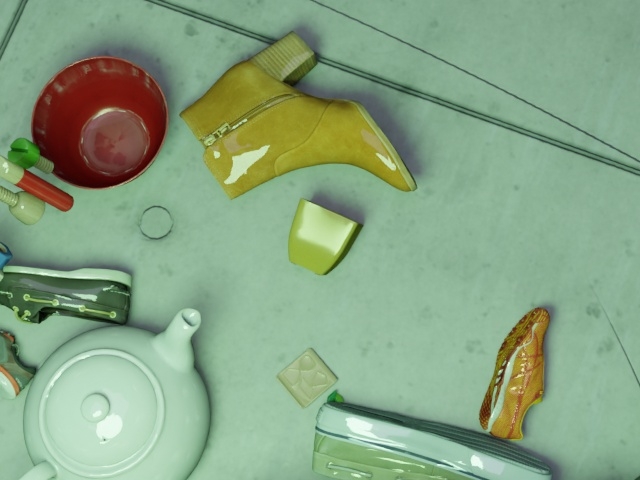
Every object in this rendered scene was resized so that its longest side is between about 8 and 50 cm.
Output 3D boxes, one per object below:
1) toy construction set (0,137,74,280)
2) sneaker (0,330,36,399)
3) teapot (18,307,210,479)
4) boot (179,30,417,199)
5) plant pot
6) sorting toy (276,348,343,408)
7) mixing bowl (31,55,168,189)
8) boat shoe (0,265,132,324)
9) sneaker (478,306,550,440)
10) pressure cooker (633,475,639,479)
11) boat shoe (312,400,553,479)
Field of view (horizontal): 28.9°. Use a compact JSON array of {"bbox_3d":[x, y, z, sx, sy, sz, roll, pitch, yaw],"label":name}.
[{"bbox_3d":[-0.496,-0.049,1.521,0.309,0.237,0.257,-24,57,23],"label":"toy construction set"},{"bbox_3d":[-0.437,0.141,1.636,0.158,0.061,0.065,44,57,10],"label":"sneaker"},{"bbox_3d":[-0.264,0.220,1.533,0.252,0.187,0.256,-1,79,3],"label":"teapot"},{"bbox_3d":[-0.034,-0.116,1.644,0.211,0.104,0.295,-41,74,0],"label":"boot"},{"bbox_3d":[0.000,0.000,1.622,0.081,0.081,0.083,24,92,8],"label":"plant pot"},{"bbox_3d":[-0.010,0.190,1.613,0.062,0.012,0.083,-39,75,-10],"label":"sorting toy"},{"bbox_3d":[-0.284,-0.144,1.656,0.181,0.098,0.181,0,78,2],"label":"mixing bowl"},{"bbox_3d":[-0.362,0.075,1.622,0.227,0.081,0.069,1,74,1],"label":"boat shoe"},{"bbox_3d":[0.258,0.170,1.587,0.067,0.064,0.175,23,85,-12],"label":"sneaker"},{"bbox_3d":[0.484,0.397,1.334,0.375,0.420,0.370,-38,81,-5],"label":"pressure cooker"},{"bbox_3d":[0.135,0.280,1.552,0.302,0.109,0.094,14,95,15],"label":"boat shoe"}]
